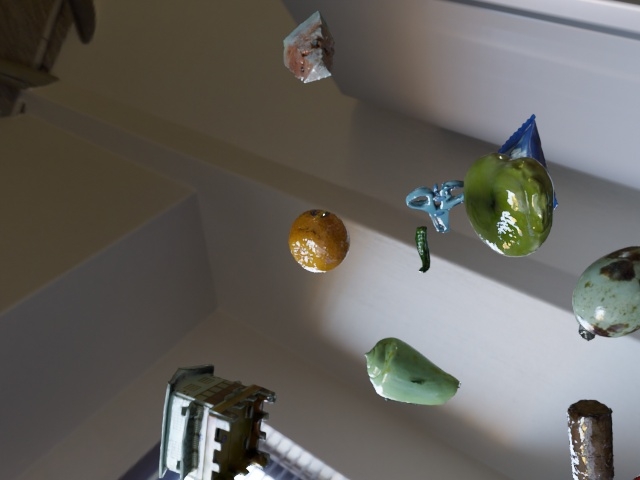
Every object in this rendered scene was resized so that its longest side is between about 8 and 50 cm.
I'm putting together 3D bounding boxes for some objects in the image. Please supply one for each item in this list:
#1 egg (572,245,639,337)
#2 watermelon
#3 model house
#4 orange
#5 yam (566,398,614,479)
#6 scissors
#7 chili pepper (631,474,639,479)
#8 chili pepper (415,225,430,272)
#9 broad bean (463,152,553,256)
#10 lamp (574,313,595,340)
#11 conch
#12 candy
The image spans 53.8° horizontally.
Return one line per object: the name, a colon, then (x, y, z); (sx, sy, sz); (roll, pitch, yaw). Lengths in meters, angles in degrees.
egg: (0.669, 0.111, 1.411); (0.231, 0.169, 0.169); (-50, -30, -8)
watermelon: (-0.027, -0.487, 1.646); (0.154, 0.241, 0.094); (-29, -48, 9)
model house: (-0.238, 0.412, 1.388); (0.198, 0.215, 0.224); (-16, -65, -64)
orange: (-0.003, 0.000, 2.127); (0.193, 0.219, 0.219); (-26, -47, -55)
yam: (0.477, 0.354, 1.110); (0.079, 0.079, 0.141); (-25, -70, -52)
scissors: (0.352, -0.092, 1.844); (0.393, 0.180, 0.032); (50, -147, -68)
chili pepper: (0.493, 0.363, 0.865); (0.368, 0.137, 0.092); (106, 179, -60)
chili pepper: (0.250, 0.025, 1.544); (0.055, 0.035, 0.118); (17, -108, -54)
broad bean: (0.407, -0.081, 1.378); (0.119, 0.238, 0.291); (-29, -17, -13)
lamp: (0.828, 0.192, 1.920); (0.101, 0.101, 0.250); (78, -148, -49)
conch: (0.226, 0.360, 1.659); (0.143, 0.250, 0.137); (-55, 13, -22)
candy: (0.567, -0.181, 1.767); (0.187, 0.077, 0.331); (-50, 34, 47)
